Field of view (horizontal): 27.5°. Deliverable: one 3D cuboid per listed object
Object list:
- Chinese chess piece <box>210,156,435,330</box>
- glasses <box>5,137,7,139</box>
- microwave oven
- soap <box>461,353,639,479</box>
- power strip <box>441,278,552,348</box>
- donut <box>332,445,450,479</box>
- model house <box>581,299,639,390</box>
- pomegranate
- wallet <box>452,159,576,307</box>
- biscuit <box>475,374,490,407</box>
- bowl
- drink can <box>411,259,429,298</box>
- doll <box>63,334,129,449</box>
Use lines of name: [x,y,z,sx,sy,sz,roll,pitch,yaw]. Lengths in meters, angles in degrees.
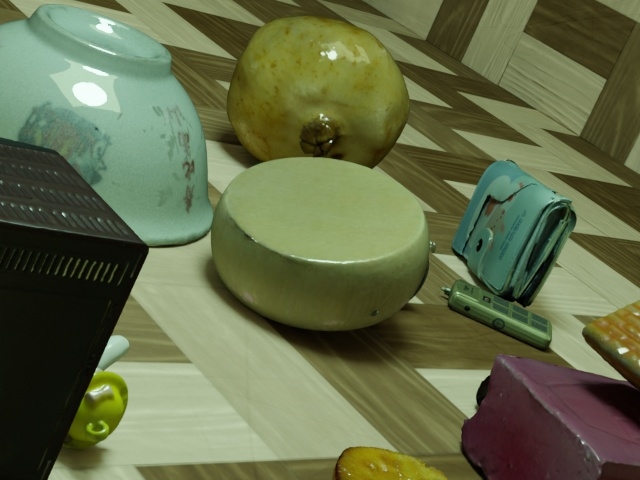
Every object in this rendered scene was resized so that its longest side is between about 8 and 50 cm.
Chinese chess piece: [0.000,0.000,1.593,0.273,0.102,0.273,5,33,-4]
glasses: [-0.380,-0.025,1.200,0.190,0.220,0.088,36,-17,37]
microwave oven: [-0.283,0.049,1.009,0.178,0.247,0.188,9,24,-46]
soap: [0.356,0.253,1.401,0.360,0.128,0.233,14,18,-27]
power strip: [0.249,0.100,1.848,0.169,0.028,0.076,24,19,2]
donut: [0.068,0.249,1.166,0.152,0.058,0.152,21,19,-8]
model house: [0.437,0.102,1.362,0.237,0.237,0.202,7,27,-33]
pomegranate: [-0.003,-0.223,2.080,0.307,0.307,0.307,21,18,-7]
wallet: [0.290,-0.015,1.971,0.075,0.176,0.250,23,11,-17]
biscuit: [0.290,0.208,1.552,0.219,0.061,0.055,22,-26,-12]
bowl: [-0.309,-0.182,1.689,0.435,0.196,0.435,20,18,-7]
drink can: [0.037,-0.006,1.781,0.097,0.097,0.235,3,26,-47]
doll: [-0.226,0.113,1.155,0.129,0.081,0.207,-8,34,-25]
